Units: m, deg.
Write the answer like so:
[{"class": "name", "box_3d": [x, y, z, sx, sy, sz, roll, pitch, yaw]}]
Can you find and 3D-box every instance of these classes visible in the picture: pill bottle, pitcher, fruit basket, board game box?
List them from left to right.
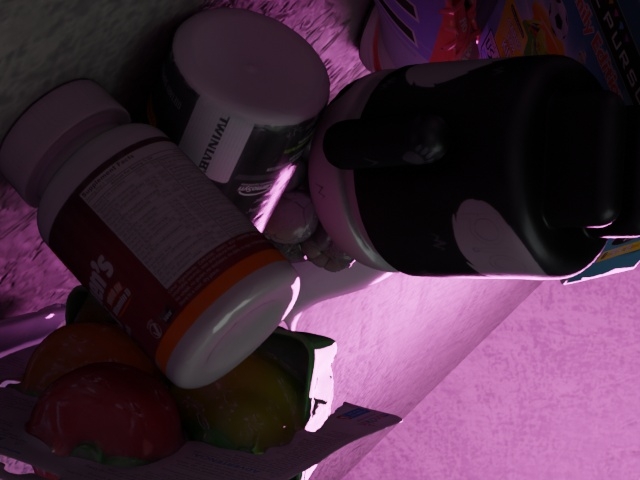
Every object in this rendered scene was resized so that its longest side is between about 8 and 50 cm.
[{"class": "fruit basket", "box_3d": [-0.148, 0.150, 1.239, 0.353, 0.327, 0.165, -27, 124, -61]}, {"class": "pill bottle", "box_3d": [-0.128, -0.008, 1.154, 0.121, 0.221, 0.121, -40, 163, -15]}, {"class": "pill bottle", "box_3d": [-0.092, -0.058, 1.280, 0.130, 0.130, 0.245, -29, 157, -42]}, {"class": "pitcher", "box_3d": [0.000, 0.000, 1.694, 0.207, 0.125, 0.178, -37, 151, 15]}, {"class": "board game box", "box_3d": [0.241, -0.141, 1.333, 0.079, 0.253, 0.336, -13, 161, -14]}]

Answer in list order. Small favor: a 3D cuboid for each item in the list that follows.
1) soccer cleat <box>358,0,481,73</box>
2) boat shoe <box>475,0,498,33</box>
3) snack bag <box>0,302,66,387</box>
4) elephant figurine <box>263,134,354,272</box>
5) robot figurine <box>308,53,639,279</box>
[{"class": "soccer cleat", "box_3d": [0.098, -0.209, 1.392, 0.108, 0.116, 0.318, -41, 163, -13]}, {"class": "boat shoe", "box_3d": [0.196, -0.245, 1.557, 0.116, 0.099, 0.319, 3, 133, -35]}, {"class": "snack bag", "box_3d": [-0.381, 0.172, 1.321, 0.323, 0.037, 0.342, -50, 166, 21]}, {"class": "elephant figurine", "box_3d": [-0.015, -0.034, 1.543, 0.239, 0.186, 0.169, 119, -16, -71]}, {"class": "robot figurine", "box_3d": [0.122, -0.058, 1.224, 0.173, 0.278, 0.209, -57, 130, -33]}]
